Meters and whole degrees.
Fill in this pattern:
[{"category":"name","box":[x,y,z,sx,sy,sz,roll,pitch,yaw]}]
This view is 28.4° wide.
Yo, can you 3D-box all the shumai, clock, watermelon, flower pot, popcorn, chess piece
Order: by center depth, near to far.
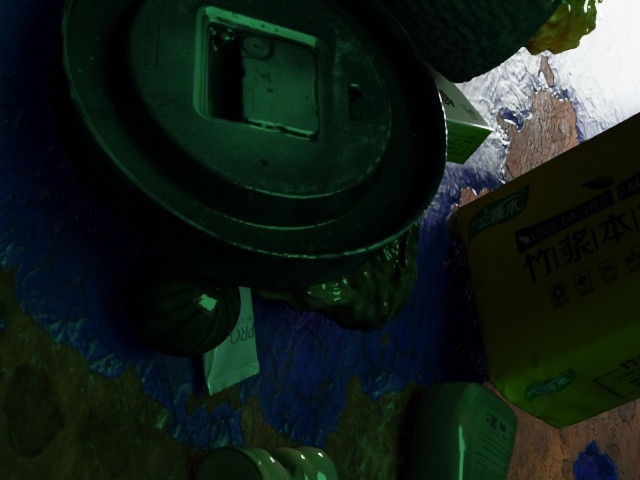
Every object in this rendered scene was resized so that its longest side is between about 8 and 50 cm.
[{"category":"watermelon","box":[-0.119,0.053,1.166,0.105,0.133,0.105,16,64,-35]},{"category":"clock","box":[-0.065,-0.131,1.181,0.386,0.076,0.386,14,55,-20]},{"category":"chess piece","box":[-0.042,0.243,1.265,0.170,0.094,0.094,1,82,-56]},{"category":"shumai","box":[0.000,0.000,1.343,0.175,0.166,0.206,-4,81,-29]},{"category":"flower pot","box":[0.134,-0.368,1.431,0.283,0.299,0.299,35,54,-18]},{"category":"popcorn","box":[0.264,-0.340,1.716,0.237,0.251,0.206,-14,67,-20]}]

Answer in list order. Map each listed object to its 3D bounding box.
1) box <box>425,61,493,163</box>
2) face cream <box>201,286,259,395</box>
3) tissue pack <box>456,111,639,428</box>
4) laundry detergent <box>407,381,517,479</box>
[{"category":"box","box":[0.067,-0.180,1.448,0.260,0.062,0.175,6,42,-53]},{"category":"face cream","box":[-0.103,0.026,1.264,0.092,0.058,0.244,-17,102,-57]},{"category":"tissue pack","box":[0.390,0.026,1.583,0.228,0.382,0.293,30,42,-42]},{"category":"laundry detergent","box":[0.170,0.309,1.518,0.181,0.091,0.253,39,53,-47]}]
